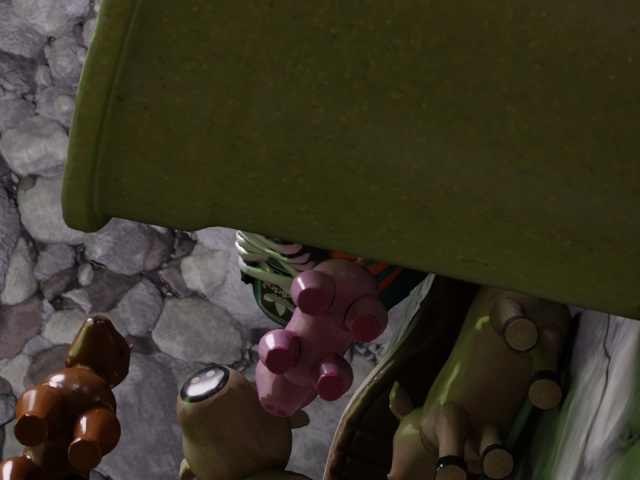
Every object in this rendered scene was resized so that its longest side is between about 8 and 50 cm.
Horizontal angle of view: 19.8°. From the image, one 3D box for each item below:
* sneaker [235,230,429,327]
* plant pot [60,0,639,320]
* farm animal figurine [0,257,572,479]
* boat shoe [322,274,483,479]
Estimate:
[{"bbox_3d":[0.000,0.000,1.092,0.121,0.108,0.302,-58,-24,4],"label":"sneaker"},{"bbox_3d":[0.057,-0.091,0.795,0.276,0.254,0.276,20,-90,-89],"label":"plant pot"},{"bbox_3d":[-0.009,0.152,1.068,0.172,0.330,0.326,-80,-18,-75],"label":"farm animal figurine"},{"bbox_3d":[0.087,0.084,1.171,0.257,0.095,0.095,-60,-8,7],"label":"boat shoe"}]
